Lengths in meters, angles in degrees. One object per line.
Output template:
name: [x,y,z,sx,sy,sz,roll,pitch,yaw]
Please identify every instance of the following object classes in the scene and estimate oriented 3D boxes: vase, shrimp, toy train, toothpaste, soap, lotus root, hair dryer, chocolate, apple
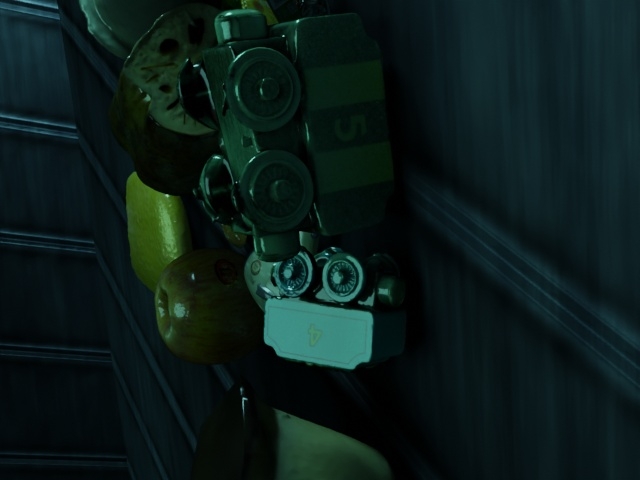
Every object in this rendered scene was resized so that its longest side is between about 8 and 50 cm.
vase: [-0.237,-0.445,1.652,0.291,0.245,0.245,-28,73,59]
shrimp: [-0.138,-0.055,1.792,0.115,0.051,0.217,69,157,10]
toy train: [0.017,0.085,1.296,0.197,0.107,0.155,5,94,35]
shrimp: [-0.014,-0.287,1.350,0.065,0.056,0.165,44,146,41]
toothpaste: [-0.030,-0.245,1.316,0.037,0.043,0.179,-7,120,47]
toy train: [-0.033,-0.130,1.218,0.167,0.238,0.299,12,113,60]
soap: [-0.374,-0.014,2.326,0.427,0.115,0.306,-172,76,-68]
lotus root: [-0.222,-0.206,1.679,0.346,0.250,0.251,135,121,-65]
hair dryer: [0.011,0.039,1.416,0.296,0.118,0.298,55,136,35]
chocolate: [-0.028,0.388,1.413,0.314,0.296,0.326,128,146,-54]
apple: [-0.193,0.118,1.825,0.211,0.187,0.211,171,90,-66]

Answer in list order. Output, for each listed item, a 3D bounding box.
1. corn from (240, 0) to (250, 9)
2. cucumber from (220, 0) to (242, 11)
corn: [-0.056,-0.261,1.444,0.080,0.080,0.231,164,93,-69]
cucumber: [-0.110,-0.385,1.558,0.250,0.056,0.056,147,110,-66]
